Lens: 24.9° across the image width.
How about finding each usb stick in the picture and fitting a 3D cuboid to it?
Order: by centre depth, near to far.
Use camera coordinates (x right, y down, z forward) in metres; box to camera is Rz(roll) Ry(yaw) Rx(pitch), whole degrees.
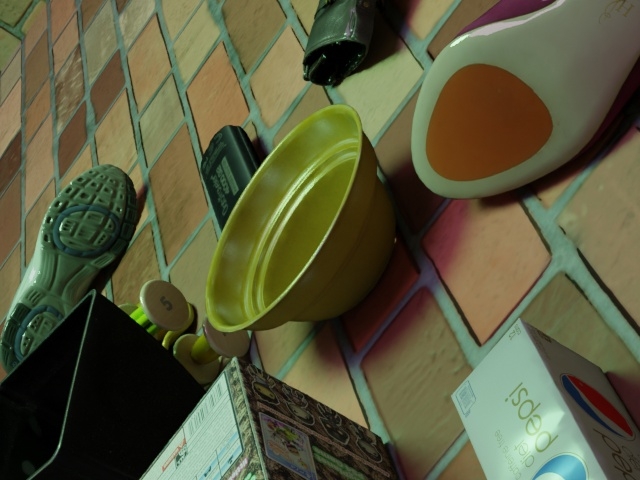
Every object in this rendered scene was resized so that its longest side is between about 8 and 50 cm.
[{"bbox_3d":[-0.081,-0.045,1.504,0.077,0.045,0.278,-60,22,16],"label":"usb stick"}]

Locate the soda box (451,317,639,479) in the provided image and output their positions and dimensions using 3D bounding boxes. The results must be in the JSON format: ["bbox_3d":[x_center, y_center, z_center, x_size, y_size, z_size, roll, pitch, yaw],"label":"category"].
[{"bbox_3d":[0.143,0.136,0.801,0.069,0.074,0.216,-51,25,18],"label":"soda box"}]

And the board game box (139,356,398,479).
[{"bbox_3d":[-0.048,0.261,0.947,0.232,0.141,0.291,-52,24,16],"label":"board game box"}]

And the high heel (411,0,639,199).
[{"bbox_3d":[0.211,-0.170,1.047,0.377,0.127,0.181,-42,-1,42],"label":"high heel"}]

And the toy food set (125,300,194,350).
[{"bbox_3d":[-0.222,0.138,1.530,0.218,0.071,0.128,-50,25,22],"label":"toy food set"}]

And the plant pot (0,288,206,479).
[{"bbox_3d":[-0.194,0.191,1.293,0.187,0.167,0.188,-41,30,35],"label":"plant pot"}]

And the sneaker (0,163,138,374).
[{"bbox_3d":[-0.331,0.036,1.834,0.297,0.111,0.129,-63,18,-12],"label":"sneaker"}]

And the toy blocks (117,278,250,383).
[{"bbox_3d":[-0.158,0.108,1.372,0.148,0.123,0.054,-40,35,36],"label":"toy blocks"}]

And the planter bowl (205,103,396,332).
[{"bbox_3d":[0.000,0.000,1.228,0.217,0.090,0.217,-45,26,30],"label":"planter bowl"}]

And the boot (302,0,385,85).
[{"bbox_3d":[0.019,-0.272,1.522,0.263,0.091,0.229,160,125,-75],"label":"boot"}]
